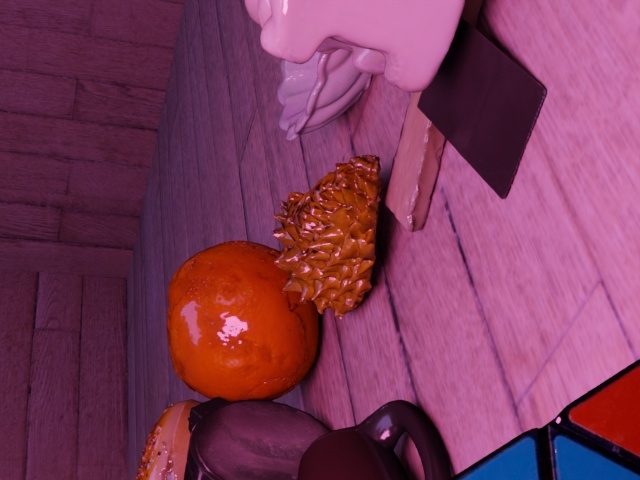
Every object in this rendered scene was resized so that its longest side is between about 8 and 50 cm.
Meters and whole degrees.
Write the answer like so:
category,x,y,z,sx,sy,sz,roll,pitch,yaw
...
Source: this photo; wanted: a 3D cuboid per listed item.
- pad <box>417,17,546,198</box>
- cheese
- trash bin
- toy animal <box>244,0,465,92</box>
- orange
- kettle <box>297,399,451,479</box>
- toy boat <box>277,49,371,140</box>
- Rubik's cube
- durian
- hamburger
category,x,y,z,sx,sy,sz,roll,pitch,yaw
pad,0.150,-0.137,0.980,0.193,0.004,0.116,-123,40,-48
cheese,0.133,-0.203,1.072,0.085,0.034,0.400,-125,43,-61
trash bin,-0.097,0.391,1.349,0.252,0.203,0.301,30,121,32
toy animal,0.034,-0.310,1.067,0.367,0.196,0.241,-117,46,-68
orange,-0.112,0.120,1.448,0.240,0.240,0.240,-175,90,-73
kettle,0.051,0.279,1.021,0.202,0.144,0.232,-55,25,22
toy boat,0.017,-0.265,1.356,0.199,0.100,0.290,-102,23,-44
Rubik's cube,0.110,0.193,0.671,0.284,0.234,0.250,-135,53,-70
durian,0.001,0.000,1.276,0.341,0.112,0.191,160,117,-77
hamburger,-0.218,0.419,1.705,0.300,0.176,0.300,1,-90,-87
